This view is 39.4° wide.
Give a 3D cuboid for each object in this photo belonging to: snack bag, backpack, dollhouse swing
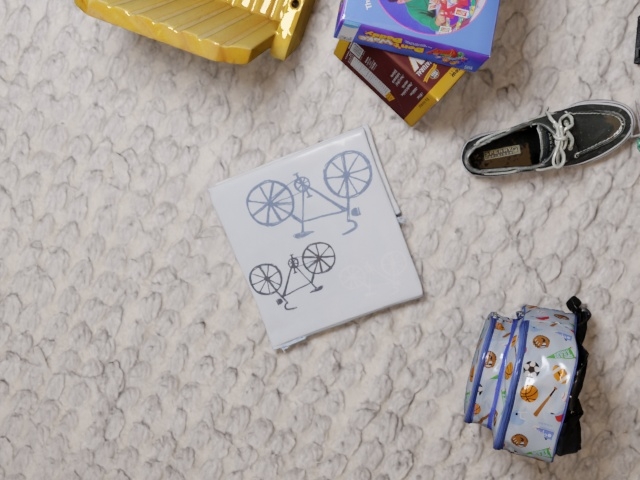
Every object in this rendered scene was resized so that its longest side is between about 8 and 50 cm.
[{"bbox_3d":[0.000,0.000,1.647,0.323,0.037,0.343,-21,94,9],"label":"snack bag"},{"bbox_3d":[0.356,0.242,1.523,0.213,0.263,0.277,6,99,6],"label":"backpack"},{"bbox_3d":[-0.189,-0.471,1.472,0.346,0.305,0.315,21,99,4],"label":"dollhouse swing"}]

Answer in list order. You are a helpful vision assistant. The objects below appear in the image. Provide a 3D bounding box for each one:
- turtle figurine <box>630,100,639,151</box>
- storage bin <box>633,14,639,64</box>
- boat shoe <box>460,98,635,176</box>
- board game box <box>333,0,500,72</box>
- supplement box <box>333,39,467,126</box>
[{"bbox_3d":[0.638,-0.162,1.495,0.118,0.175,0.234,-41,106,-15],"label":"turtle figurine"},{"bbox_3d":[0.627,-0.335,1.487,0.180,0.122,0.084,3,98,6],"label":"storage bin"},{"bbox_3d":[0.395,-0.175,1.543,0.306,0.105,0.113,-8,97,7],"label":"boat shoe"},{"bbox_3d":[0.169,-0.459,1.378,0.233,0.078,0.347,13,81,-7],"label":"board game box"},{"bbox_3d":[0.145,-0.319,1.495,0.194,0.191,0.129,43,81,-1],"label":"supplement box"}]
